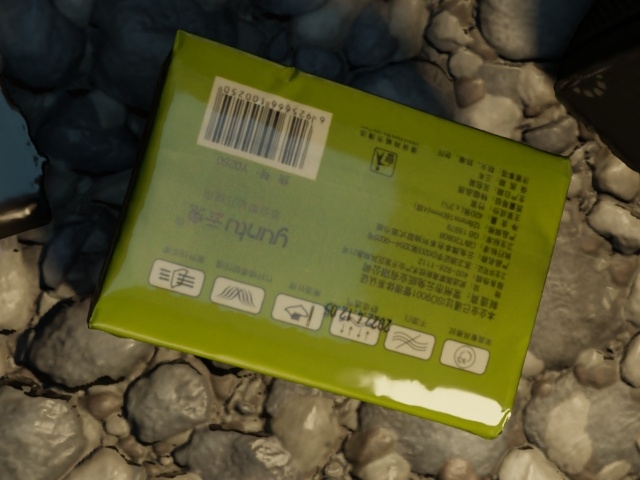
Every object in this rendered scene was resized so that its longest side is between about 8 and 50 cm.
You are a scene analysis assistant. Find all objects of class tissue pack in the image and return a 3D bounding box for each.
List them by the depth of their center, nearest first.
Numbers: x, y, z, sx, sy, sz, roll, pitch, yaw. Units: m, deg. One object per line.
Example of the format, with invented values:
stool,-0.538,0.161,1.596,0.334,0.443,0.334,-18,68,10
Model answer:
tissue pack,0.000,0.000,0.714,0.274,0.167,0.200,17,85,-13

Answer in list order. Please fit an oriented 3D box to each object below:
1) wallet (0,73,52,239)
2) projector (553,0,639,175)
wallet,-0.380,-0.041,0.682,0.377,0.051,0.197,-21,94,-11
projector,0.457,-0.169,0.789,0.395,0.242,0.405,40,79,-7
